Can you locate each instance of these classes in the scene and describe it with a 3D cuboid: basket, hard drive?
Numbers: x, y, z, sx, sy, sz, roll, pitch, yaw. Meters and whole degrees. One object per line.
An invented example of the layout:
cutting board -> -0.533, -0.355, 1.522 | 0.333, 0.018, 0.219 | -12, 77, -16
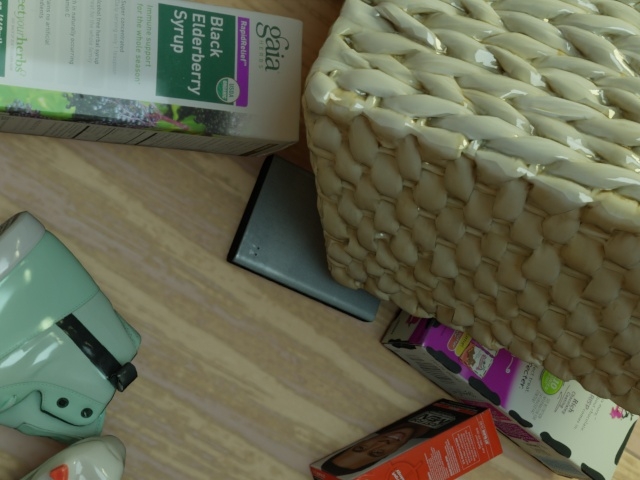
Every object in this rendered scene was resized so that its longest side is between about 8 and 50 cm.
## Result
basket -> 0.179, -0.076, 0.621 | 0.328, 0.331, 0.267 | 23, 72, 11
hard drive -> 0.000, 0.000, 0.762 | 0.135, 0.022, 0.094 | 25, 77, -23

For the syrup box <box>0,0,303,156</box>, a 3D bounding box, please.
syrup box -> -0.136, -0.121, 0.663 | 0.236, 0.096, 0.093 | 3, 86, -24

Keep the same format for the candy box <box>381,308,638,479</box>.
candy box -> 0.189, 0.089, 0.821 | 0.233, 0.071, 0.159 | 38, 71, -18

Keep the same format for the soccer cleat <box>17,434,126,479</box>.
soccer cleat -> -0.207, 0.199, 0.614 | 0.196, 0.076, 0.068 | -36, 91, 8

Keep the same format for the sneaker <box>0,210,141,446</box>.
sneaker -> -0.229, 0.121, 0.607 | 0.151, 0.094, 0.256 | 47, 71, -19

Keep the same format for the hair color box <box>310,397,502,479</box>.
hair color box -> 0.071, 0.180, 0.760 | 0.141, 0.072, 0.043 | -22, 97, -25
